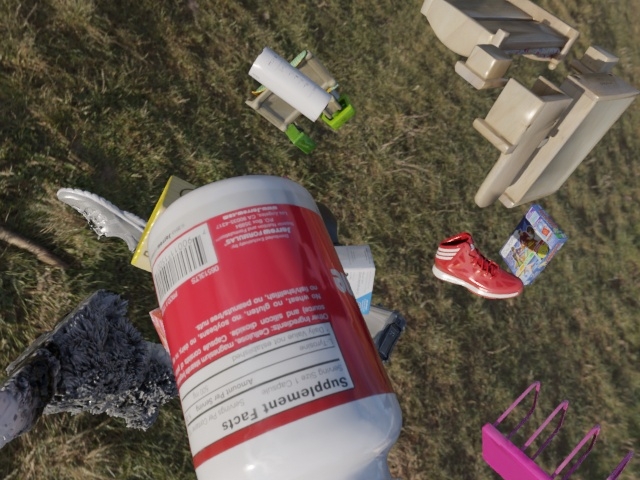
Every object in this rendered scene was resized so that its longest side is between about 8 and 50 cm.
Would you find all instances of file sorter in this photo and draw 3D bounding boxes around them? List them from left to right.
[{"bbox_3d":[0.510,0.466,0.985,0.182,0.290,0.202,-38,139,-15],"label":"file sorter"}]

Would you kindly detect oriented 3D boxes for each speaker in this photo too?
[{"bbox_3d":[-0.048,-0.259,0.797,0.136,0.055,0.055,33,69,-12],"label":"speaker"}]

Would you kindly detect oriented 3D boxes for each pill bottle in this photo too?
[{"bbox_3d":[-0.048,0.147,0.552,0.229,0.229,0.408,-3,59,-35],"label":"pill bottle"}]

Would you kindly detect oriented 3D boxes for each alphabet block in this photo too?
[{"bbox_3d":[-0.345,-0.017,1.242,0.197,0.192,0.193,26,114,-22],"label":"alphabet block"}]

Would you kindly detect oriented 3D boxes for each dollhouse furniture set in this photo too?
[{"bbox_3d":[-0.066,-0.391,1.255,0.151,0.197,0.301,57,15,26],"label":"dollhouse furniture set"},{"bbox_3d":[0.214,-0.231,0.679,0.303,0.174,0.356,-16,55,-34],"label":"dollhouse furniture set"}]

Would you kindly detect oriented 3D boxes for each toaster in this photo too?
[{"bbox_3d":[0.193,0.337,1.718,0.129,0.146,0.227,41,73,-46],"label":"toaster"}]

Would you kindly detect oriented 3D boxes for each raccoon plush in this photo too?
[{"bbox_3d":[-0.413,0.301,0.868,0.299,0.216,0.446,51,17,-16],"label":"raccoon plush"}]

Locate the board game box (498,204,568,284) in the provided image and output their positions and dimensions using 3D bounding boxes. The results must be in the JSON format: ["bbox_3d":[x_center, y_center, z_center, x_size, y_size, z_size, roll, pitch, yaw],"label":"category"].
[{"bbox_3d":[0.610,0.015,1.389,0.035,0.201,0.136,-5,49,-20],"label":"board game box"}]

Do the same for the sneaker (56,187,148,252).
[{"bbox_3d":[-0.649,-0.062,1.420,0.281,0.105,0.115,29,79,-16],"label":"sneaker"}]

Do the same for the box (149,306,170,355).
[{"bbox_3d":[-0.330,0.306,1.324,0.154,0.142,0.300,-26,107,-30],"label":"box"}]

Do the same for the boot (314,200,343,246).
[{"bbox_3d":[0.000,0.000,1.540,0.112,0.115,0.305,2,48,-23],"label":"boot"}]

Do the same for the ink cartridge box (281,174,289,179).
[{"bbox_3d":[-0.155,-0.137,1.535,0.056,0.099,0.135,47,51,0],"label":"ink cartridge box"}]

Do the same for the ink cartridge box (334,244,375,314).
[{"bbox_3d":[0.010,0.087,1.012,0.190,0.082,0.140,-3,128,-7],"label":"ink cartridge box"}]

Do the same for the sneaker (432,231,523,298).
[{"bbox_3d":[0.386,0.059,1.166,0.087,0.221,0.128,-58,153,-44],"label":"sneaker"}]
